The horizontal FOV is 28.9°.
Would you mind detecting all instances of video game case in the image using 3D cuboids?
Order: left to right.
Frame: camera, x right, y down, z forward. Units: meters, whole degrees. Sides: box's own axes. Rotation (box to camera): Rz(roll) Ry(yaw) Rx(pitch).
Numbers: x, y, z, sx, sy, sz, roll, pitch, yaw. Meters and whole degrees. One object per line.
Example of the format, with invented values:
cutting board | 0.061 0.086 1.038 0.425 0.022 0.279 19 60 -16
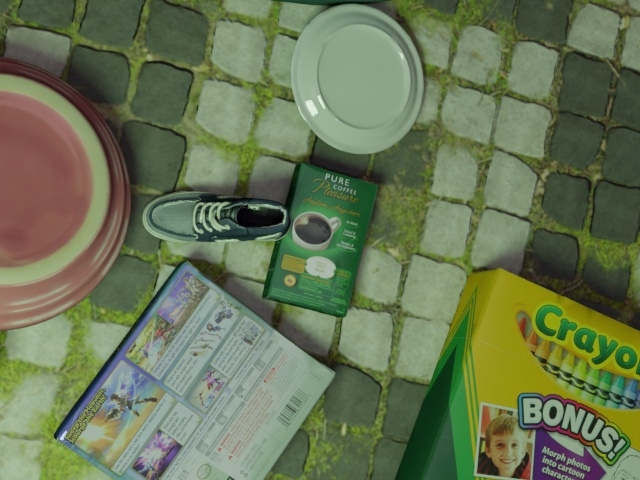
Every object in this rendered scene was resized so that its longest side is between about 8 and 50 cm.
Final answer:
video game case | -0.156 0.205 1.558 0.244 0.061 0.269 38 78 -12

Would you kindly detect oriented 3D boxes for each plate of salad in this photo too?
plate of salad | 0.047 -0.213 1.647 0.199 0.048 0.200 1 88 -27

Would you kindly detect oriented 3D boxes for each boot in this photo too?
boot | -0.130 -0.033 1.549 0.190 0.086 0.069 -1 84 -2

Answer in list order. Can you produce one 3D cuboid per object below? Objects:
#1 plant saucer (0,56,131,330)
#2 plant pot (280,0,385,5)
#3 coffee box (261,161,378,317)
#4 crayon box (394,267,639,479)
plant saucer | -0.376 -0.064 1.441 0.332 0.084 0.332 6 75 -24
plant pot | 0.025 -0.393 1.597 0.234 0.165 0.166 5 86 -24
coffee box | 0.000 0.000 1.625 0.113 0.040 0.184 14 84 -13
crayon box | 0.323 0.250 1.671 0.362 0.106 0.313 24 81 -14
